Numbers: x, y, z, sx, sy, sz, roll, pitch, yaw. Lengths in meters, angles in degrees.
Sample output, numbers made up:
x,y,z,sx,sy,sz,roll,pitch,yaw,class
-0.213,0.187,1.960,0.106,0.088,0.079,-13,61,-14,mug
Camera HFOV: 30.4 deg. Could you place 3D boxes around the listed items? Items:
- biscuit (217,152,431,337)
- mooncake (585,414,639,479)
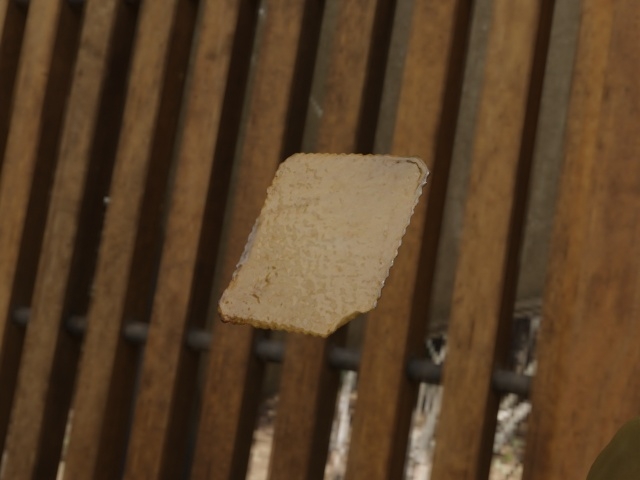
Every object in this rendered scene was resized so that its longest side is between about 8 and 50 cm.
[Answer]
x,y,z,sx,sy,sz,roll,pitch,yaw,class
0.000,0.000,1.332,0.237,0.232,0.013,5,-25,44,biscuit
0.474,0.407,1.456,0.201,0.378,0.378,10,-6,-13,mooncake
